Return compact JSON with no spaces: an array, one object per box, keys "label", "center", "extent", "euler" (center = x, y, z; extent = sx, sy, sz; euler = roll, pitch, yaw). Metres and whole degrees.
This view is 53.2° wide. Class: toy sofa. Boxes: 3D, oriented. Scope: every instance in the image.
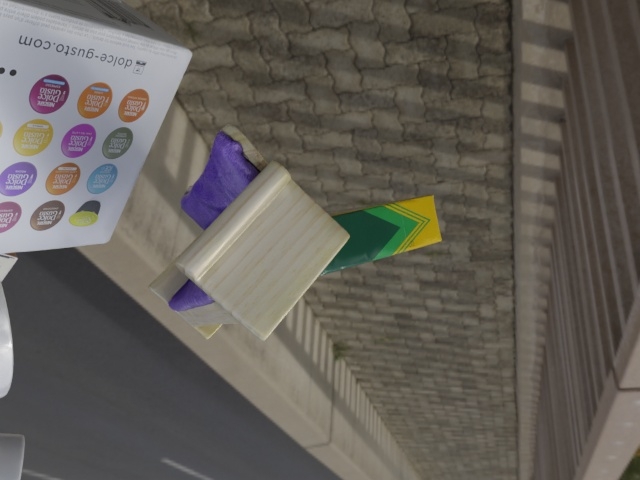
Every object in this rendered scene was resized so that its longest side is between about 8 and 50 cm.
[{"label":"toy sofa","center":[-0.127,0.013,0.786],"extent":[0.177,0.150,0.362],"euler":[44,161,-9]}]

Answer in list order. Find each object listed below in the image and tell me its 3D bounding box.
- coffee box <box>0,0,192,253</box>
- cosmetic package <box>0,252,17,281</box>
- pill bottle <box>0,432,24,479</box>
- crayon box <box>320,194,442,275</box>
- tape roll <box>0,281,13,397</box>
[{"label":"coffee box","center":[-0.448,-0.208,0.842],"extent":[0.337,0.338,0.334],"euler":[-8,133,-60]},{"label":"cosmetic package","center":[-0.912,-0.023,1.641],"extent":[0.129,0.296,0.153],"euler":[-49,147,14]},{"label":"pill bottle","center":[-0.376,0.200,0.506],"extent":[0.245,0.136,0.136],"euler":[11,151,-26]},{"label":"crayon box","center":[0.000,0.000,1.282],"extent":[0.313,0.106,0.363],"euler":[-12,-177,-39]},{"label":"tape roll","center":[-0.759,0.157,1.365],"extent":[0.072,0.392,0.392],"euler":[-11,167,-42]}]
